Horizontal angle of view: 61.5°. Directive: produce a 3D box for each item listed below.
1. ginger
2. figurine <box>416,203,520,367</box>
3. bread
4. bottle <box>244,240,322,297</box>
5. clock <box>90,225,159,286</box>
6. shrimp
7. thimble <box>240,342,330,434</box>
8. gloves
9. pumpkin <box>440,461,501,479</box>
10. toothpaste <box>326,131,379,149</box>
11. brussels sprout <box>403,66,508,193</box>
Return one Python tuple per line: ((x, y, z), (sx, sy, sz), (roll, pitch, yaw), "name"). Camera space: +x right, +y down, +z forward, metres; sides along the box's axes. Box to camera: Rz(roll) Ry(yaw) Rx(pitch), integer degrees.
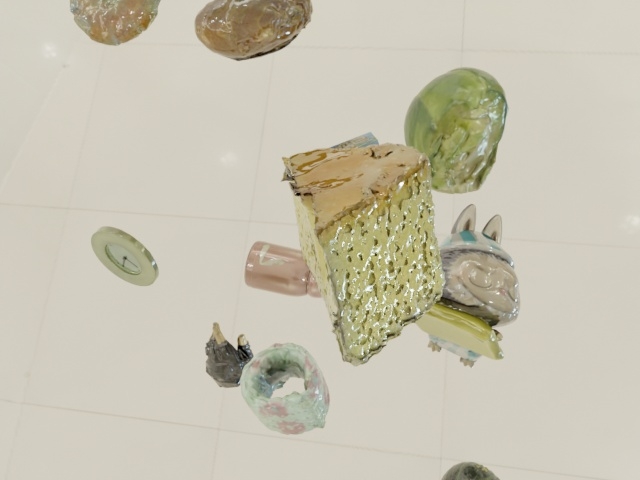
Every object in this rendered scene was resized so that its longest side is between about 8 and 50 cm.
((-0.153, -0.545, 1.355), (0.321, 0.165, 0.172), (-18, 46, -15), "ginger")
((0.423, 0.111, 1.422), (0.266, 0.361, 0.377), (27, 73, 21), "figurine")
((0.000, 0.000, 0.799), (0.315, 0.279, 0.248), (3, 118, 39), "bread")
((-0.103, 0.095, 1.891), (0.297, 0.173, 0.206), (13, 102, 9), "bottle")
((-0.603, 0.051, 1.664), (0.235, 0.235, 0.029), (21, 49, 12), "clock")
((-0.226, -0.322, 0.638), (0.101, 0.042, 0.190), (30, 92, -9), "shrimp")
((-0.075, 0.356, 1.279), (0.211, 0.149, 0.185), (26, 61, 39), "thimble")
((-0.281, 0.334, 1.588), (0.165, 0.203, 0.124), (-21, 37, 7), "gloves")
((0.388, 0.663, 1.373), (0.146, 0.190, 0.190), (-22, 70, -37), "pumpkin")
((0.029, -0.161, 1.109), (0.194, 0.044, 0.070), (-21, 32, -1), "toothpaste")
((0.410, -0.333, 1.633), (0.276, 0.315, 0.371), (-4, 113, -23), "brussels sprout")
